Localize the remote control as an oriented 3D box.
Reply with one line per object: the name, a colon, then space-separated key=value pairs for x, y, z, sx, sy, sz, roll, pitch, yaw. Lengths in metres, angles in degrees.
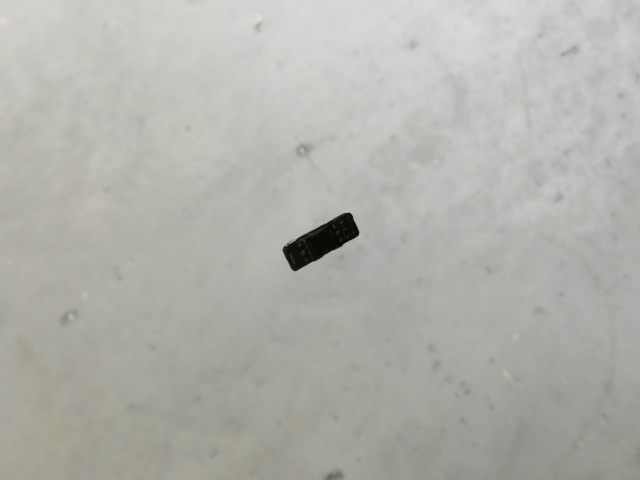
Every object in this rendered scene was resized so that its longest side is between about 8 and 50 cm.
remote control: x=0.000 y=0.000 z=1.741 sx=0.096 sy=0.039 sz=0.014 roll=-29 pitch=27 yaw=-8
